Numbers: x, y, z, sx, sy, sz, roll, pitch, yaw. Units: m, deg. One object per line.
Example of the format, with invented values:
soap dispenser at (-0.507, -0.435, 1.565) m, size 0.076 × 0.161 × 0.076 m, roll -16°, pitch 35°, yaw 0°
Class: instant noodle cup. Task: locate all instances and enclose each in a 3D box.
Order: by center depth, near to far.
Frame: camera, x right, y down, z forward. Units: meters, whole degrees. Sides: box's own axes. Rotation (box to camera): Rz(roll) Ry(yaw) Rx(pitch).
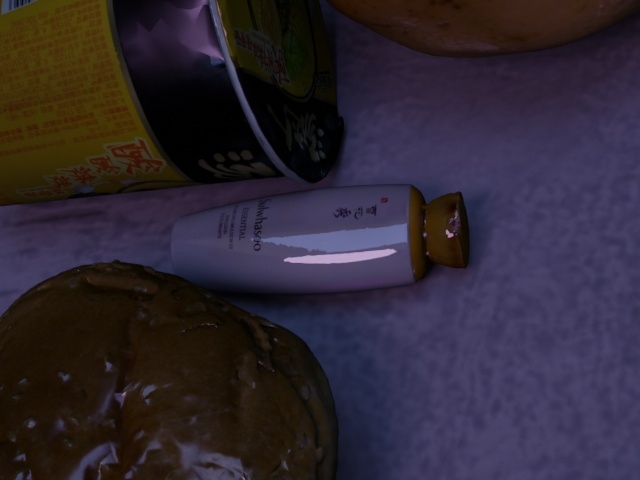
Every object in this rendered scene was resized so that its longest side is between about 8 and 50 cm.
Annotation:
instant noodle cup at (-0.128, -0.118, 0.840) m, size 0.236 × 0.215 × 0.216 m, roll -11°, pitch 54°, yaw 16°

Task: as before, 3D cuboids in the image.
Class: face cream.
face cream at (0.000, 0.000, 0.805) m, size 0.182 × 0.051 × 0.072 m, roll -4°, pitch 52°, yaw 12°

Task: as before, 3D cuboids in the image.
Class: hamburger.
hamburger at (-0.126, 0.147, 0.689) m, size 0.265 × 0.134 × 0.285 m, roll 21°, pitch 62°, yaw 24°

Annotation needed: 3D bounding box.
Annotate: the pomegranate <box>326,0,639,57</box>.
pomegranate at (0.104, -0.249, 0.821) m, size 0.307 × 0.307 × 0.307 m, roll -7°, pitch 55°, yaw 10°
